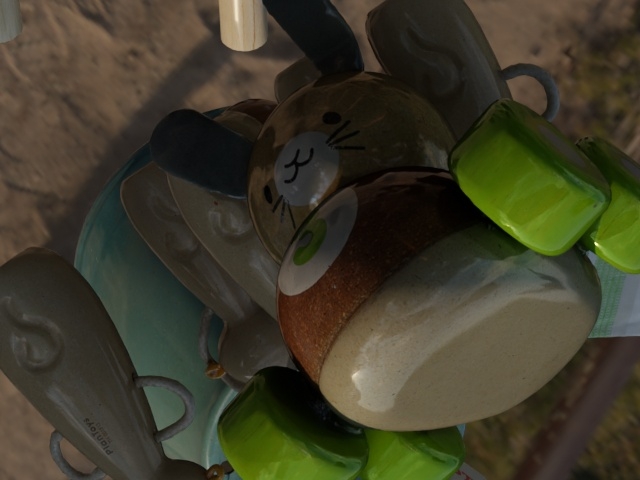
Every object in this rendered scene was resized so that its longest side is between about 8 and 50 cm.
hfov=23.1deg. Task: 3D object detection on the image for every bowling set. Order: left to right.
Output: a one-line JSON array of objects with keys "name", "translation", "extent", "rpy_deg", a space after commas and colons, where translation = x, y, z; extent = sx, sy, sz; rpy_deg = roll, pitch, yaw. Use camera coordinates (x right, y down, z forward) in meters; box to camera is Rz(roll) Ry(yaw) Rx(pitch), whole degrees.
[{"name": "bowling set", "translation": [0.000, 0.000, 0.747], "extent": [0.287, 0.200, 0.154], "rpy_deg": [-32, 96, 18]}]

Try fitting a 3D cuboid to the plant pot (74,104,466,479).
[{"name": "plant pot", "translation": [-0.024, 0.076, 1.122], "extent": [0.272, 0.255, 0.271], "rpy_deg": [-8, 120, -14]}]

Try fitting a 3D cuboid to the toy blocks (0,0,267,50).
[{"name": "toy blocks", "translation": [-0.173, -0.358, 1.371], "extent": [0.289, 0.309, 0.260], "rpy_deg": [1, 135, 2]}]

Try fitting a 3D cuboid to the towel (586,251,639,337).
[{"name": "towel", "translation": [0.201, 0.030, 1.214], "extent": [0.152, 0.023, 0.113], "rpy_deg": [-1, 128, -10]}]

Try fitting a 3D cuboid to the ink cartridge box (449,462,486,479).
[{"name": "ink cartridge box", "translation": [0.034, 0.274, 1.415], "extent": [0.226, 0.306, 0.131], "rpy_deg": [37, 112, -11]}]

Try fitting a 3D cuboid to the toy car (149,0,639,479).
[{"name": "toy car", "translation": [0.010, -0.018, 0.593], "extent": [0.155, 0.188, 0.149], "rpy_deg": [-49, 152, 17]}]
